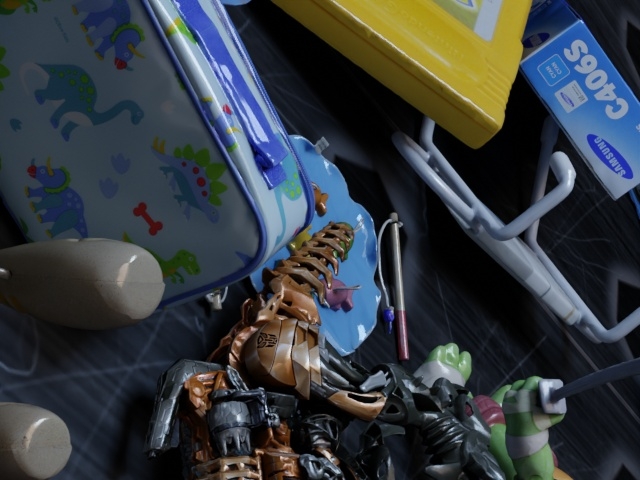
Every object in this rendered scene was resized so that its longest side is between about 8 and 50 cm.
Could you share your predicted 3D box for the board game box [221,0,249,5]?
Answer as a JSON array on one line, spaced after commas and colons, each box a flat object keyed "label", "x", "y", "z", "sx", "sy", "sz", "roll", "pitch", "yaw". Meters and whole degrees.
[{"label": "board game box", "x": -0.122, "y": -0.233, "z": 1.009, "sx": 0.168, "sy": 0.033, "sz": 0.133, "roll": 48, "pitch": 27, "yaw": -3}]

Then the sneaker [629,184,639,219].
[{"label": "sneaker", "x": 0.442, "y": -0.046, "z": 1.702, "sx": 0.067, "sy": 0.078, "sz": 0.188, "roll": 7, "pitch": 66, "yaw": -55}]

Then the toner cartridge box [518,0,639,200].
[{"label": "toner cartridge box", "x": 0.267, "y": -0.167, "z": 1.390, "sx": 0.165, "sy": 0.075, "sz": 0.348, "roll": 51, "pitch": 13, "yaw": -10}]

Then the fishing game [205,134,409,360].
[{"label": "fishing game", "x": 0.000, "y": 0.000, "z": 1.054, "sx": 0.264, "sy": 0.041, "sz": 0.189, "roll": 24, "pitch": 55, "yaw": -48}]

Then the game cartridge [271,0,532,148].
[{"label": "game cartridge", "x": 0.073, "y": -0.265, "z": 1.225, "sx": 0.285, "sy": 0.053, "sz": 0.323, "roll": 34, "pitch": 40, "yaw": -13}]

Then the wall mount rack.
[{"label": "wall mount rack", "x": 0.199, "y": -0.060, "z": 1.313, "sx": 0.350, "sy": 0.130, "sz": 0.304, "roll": 40, "pitch": 14, "yaw": -39}]

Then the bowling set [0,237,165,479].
[{"label": "bowling set", "x": -0.218, "y": 0.079, "z": 0.619, "sx": 0.287, "sy": 0.154, "sz": 0.200, "roll": 17, "pitch": 77, "yaw": -53}]

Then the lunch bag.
[{"label": "lunch bag", "x": -0.113, "y": -0.067, "z": 0.795, "sx": 0.219, "sy": 0.176, "sz": 0.090, "roll": 61, "pitch": 33, "yaw": -10}]

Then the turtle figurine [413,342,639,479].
[{"label": "turtle figurine", "x": 0.206, "y": 0.156, "z": 1.035, "sx": 0.198, "sy": 0.266, "sz": 0.274, "roll": -1, "pitch": 113, "yaw": -32}]

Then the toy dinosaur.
[{"label": "toy dinosaur", "x": -0.006, "y": 0.116, "z": 0.888, "sx": 0.218, "sy": 0.164, "sz": 0.322, "roll": 32, "pitch": 67, "yaw": -22}]
